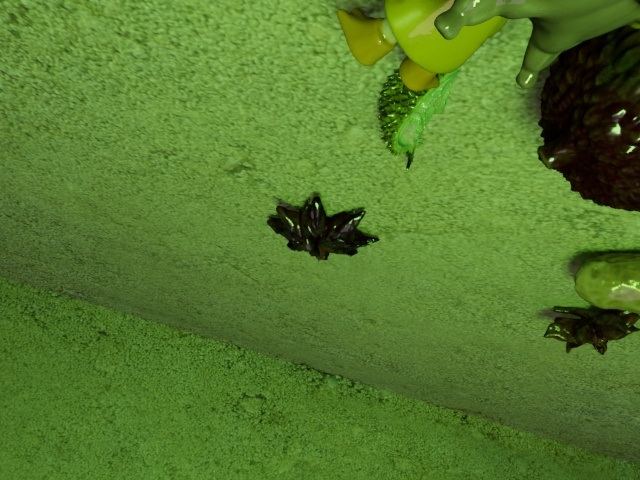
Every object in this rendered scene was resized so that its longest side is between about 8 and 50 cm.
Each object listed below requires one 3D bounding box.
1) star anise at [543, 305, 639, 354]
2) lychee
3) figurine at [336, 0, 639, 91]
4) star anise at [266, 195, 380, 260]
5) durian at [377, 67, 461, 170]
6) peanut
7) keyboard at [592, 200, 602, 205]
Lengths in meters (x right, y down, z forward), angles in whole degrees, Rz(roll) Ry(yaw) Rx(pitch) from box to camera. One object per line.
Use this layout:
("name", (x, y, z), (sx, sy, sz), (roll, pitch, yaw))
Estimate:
("star anise", (0.664, 0.209, 0.988), (0.213, 0.111, 0.196), (16, 155, -15))
("lychee", (0.372, -0.153, 0.443), (0.271, 0.235, 0.236), (-35, 129, 14))
("figurine", (0.182, -0.242, 0.370), (0.215, 0.187, 0.344), (-6, 177, -34))
("star anise", (0.000, 0.000, 0.951), (0.272, 0.102, 0.272), (10, 150, 5))
("durian", (0.138, -0.187, 0.630), (0.100, 0.086, 0.215), (6, 148, -11))
("peanut", (0.657, 0.103, 0.803), (0.306, 0.146, 0.147), (20, 148, -1))
("keyboard", (0.516, -0.090, 0.632), (0.060, 0.018, 0.196), (32, 157, -23))
